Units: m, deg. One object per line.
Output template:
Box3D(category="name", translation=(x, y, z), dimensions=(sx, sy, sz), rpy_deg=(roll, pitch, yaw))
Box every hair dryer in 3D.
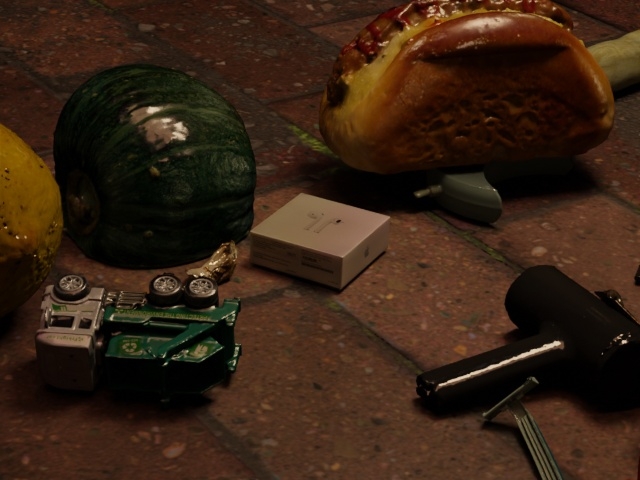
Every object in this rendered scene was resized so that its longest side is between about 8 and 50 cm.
Box3D(category="hair dryer", translation=(0.217, 0.123, 1.601), dimensions=(0.251, 0.089, 0.197), rpy_deg=(-17, 33, -20))

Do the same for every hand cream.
Box3D(category="hand cream", translation=(0.382, 0.099, 1.640), dimensions=(0.163, 0.039, 0.062), rpy_deg=(24, 5, -6))

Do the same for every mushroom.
Box3D(category="mushroom", translation=(0.490, -0.291, 2.396), dimensions=(0.100, 0.081, 0.312), rpy_deg=(31, 37, 33))

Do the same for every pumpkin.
Box3D(category="pumpkin", translation=(-0.210, -0.120, 1.900), dimensions=(0.263, 0.197, 0.293), rpy_deg=(-11, 33, -28))

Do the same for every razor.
Box3D(category="razor", translation=(0.220, 0.216, 1.466), dimensions=(0.068, 0.037, 0.191), rpy_deg=(-41, 32, 13))

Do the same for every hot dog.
Box3D(category="hot dog", translation=(0.200, -0.224, 1.989), dimensions=(0.405, 0.223, 0.185), rpy_deg=(-7, 30, -15))

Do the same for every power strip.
Box3D(category="power strip", translation=(0.226, -0.093, 2.030), dimensions=(0.167, 0.054, 0.253), rpy_deg=(20, 32, 35))

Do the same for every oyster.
Box3D(category="oyster", translation=(-0.124, 0.029, 1.798), dimensions=(0.051, 0.034, 0.093), rpy_deg=(7, 35, 43))

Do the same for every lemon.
Box3D(category="lemon", translation=(-0.434, -0.033, 1.651), dimensions=(0.310, 0.258, 0.258), rpy_deg=(26, 35, 23))

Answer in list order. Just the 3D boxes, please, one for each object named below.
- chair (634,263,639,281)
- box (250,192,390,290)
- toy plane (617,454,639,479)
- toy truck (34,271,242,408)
Box3D(category="chair", translation=(0.471, -0.016, 1.875), dimensions=(0.101, 0.084, 0.212), rpy_deg=(15, 30, 14))
Box3D(category="box", translation=(0.000, 0.000, 1.838), dimensions=(0.130, 0.051, 0.129), rpy_deg=(16, 31, 24))
Box3D(category="toy plane", translation=(0.354, 0.263, 1.364), dimensions=(0.130, 0.061, 0.189), rpy_deg=(-13, 36, -27))
Box3D(category="toy truck", translation=(-0.195, 0.110, 1.565), dimensions=(0.216, 0.110, 0.116), rpy_deg=(4, 39, 2))
